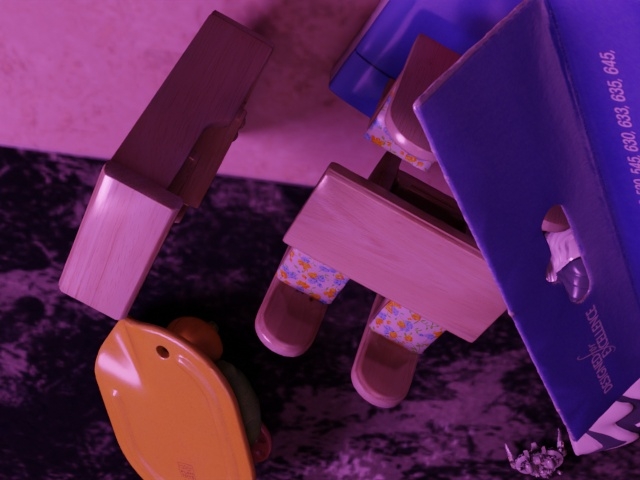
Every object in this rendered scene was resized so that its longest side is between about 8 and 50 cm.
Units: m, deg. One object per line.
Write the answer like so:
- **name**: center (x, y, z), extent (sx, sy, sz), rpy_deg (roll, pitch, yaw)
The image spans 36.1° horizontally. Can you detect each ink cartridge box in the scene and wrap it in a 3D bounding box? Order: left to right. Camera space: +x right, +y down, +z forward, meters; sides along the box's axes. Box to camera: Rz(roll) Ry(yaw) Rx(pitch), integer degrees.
- **ink cartridge box**: center (0.214, -0.061, 0.476), extent (0.307, 0.072, 0.304), rpy_deg (-47, 138, -11)

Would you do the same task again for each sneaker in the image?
- **sneaker**: center (0.228, 0.055, 0.654), extent (0.153, 0.094, 0.235), rpy_deg (-17, 134, 4)

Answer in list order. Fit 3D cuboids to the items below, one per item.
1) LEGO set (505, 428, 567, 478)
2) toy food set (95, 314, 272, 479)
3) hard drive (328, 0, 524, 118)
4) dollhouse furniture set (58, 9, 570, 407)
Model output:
- **LEGO set**: center (0.171, 0.187, 0.793), extent (0.054, 0.023, 0.083), rpy_deg (10, 121, -2)
- **toy food set**: center (-0.093, 0.139, 0.764), extent (0.128, 0.071, 0.218), rpy_deg (7, 123, 28)
- **hard drive**: center (0.179, -0.160, 0.572), extent (0.210, 0.040, 0.319), rpy_deg (31, 119, -14)
- **dollhouse furniture set**: center (0.000, 0.000, 0.578), extent (0.242, 0.161, 0.212), rpy_deg (28, 137, -6)
